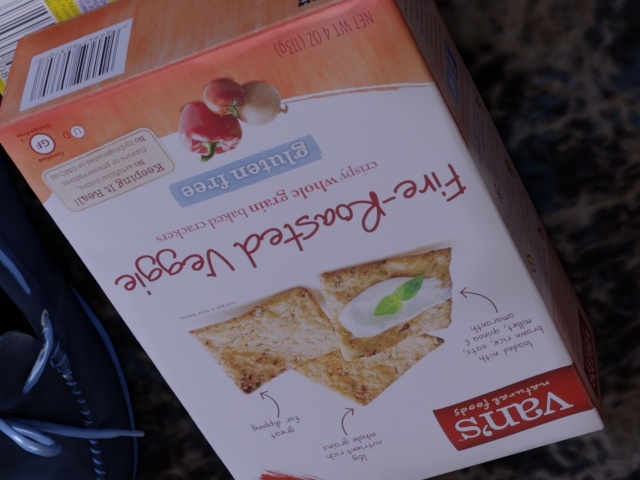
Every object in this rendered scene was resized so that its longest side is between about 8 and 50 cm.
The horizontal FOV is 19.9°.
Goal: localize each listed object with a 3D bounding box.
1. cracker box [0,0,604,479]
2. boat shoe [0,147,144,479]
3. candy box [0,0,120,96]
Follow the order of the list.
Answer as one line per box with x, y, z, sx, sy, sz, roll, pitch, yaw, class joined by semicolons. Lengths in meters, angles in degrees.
0.000;0.000;0.714;0.155;0.067;0.232;-19;127;17;cracker box
-0.158;0.038;0.759;0.109;0.089;0.258;-17;119;16;boat shoe
-0.112;-0.133;0.685;0.105;0.027;0.206;-23;117;16;candy box
